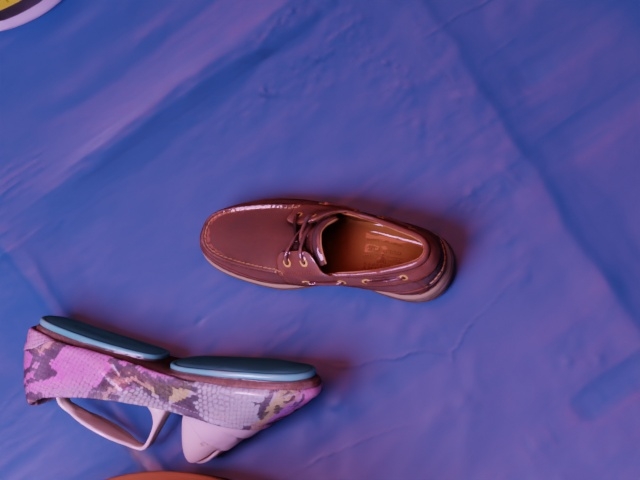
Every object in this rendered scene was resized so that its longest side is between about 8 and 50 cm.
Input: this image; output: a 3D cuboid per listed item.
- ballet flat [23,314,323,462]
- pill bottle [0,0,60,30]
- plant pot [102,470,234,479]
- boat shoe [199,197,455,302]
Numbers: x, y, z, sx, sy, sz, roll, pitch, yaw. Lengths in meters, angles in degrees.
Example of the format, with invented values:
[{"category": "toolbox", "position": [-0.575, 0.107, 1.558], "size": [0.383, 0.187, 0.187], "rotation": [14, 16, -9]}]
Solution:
[{"category": "ballet flat", "position": [-0.103, 0.105, 1.142], "size": [0.221, 0.077, 0.079], "rotation": [9, 96, 21]}, {"category": "pill bottle", "position": [-0.286, -0.282, 1.148], "size": [0.188, 0.334, 0.188], "rotation": [-4, 75, 13]}, {"category": "plant pot", "position": [-0.119, 0.273, 1.024], "size": [0.291, 0.203, 0.291], "rotation": [-4, 74, 14]}, {"category": "boat shoe", "position": [0.000, 0.000, 1.144], "size": [0.178, 0.060, 0.064], "rotation": [8, 77, 16]}]
